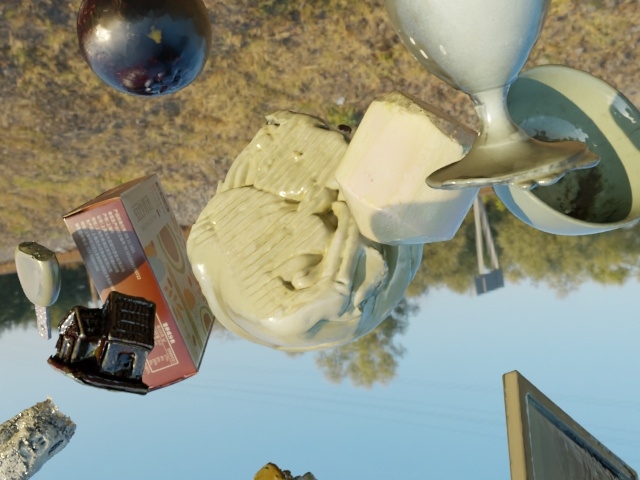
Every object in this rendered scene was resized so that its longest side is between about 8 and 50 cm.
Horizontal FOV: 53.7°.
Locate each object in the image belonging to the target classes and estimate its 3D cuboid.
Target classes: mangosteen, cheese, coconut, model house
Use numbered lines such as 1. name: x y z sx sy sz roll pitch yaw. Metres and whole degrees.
1. mangosteen: -0.305 -0.376 1.076 0.228 0.265 0.228 -20 167 -5
2. cheese: -0.500 0.098 1.132 0.097 0.192 0.037 22 -148 25
3. coconut: 0.092 -0.065 0.660 0.147 0.152 0.147 24 -161 -9
4. model house: -0.352 0.160 1.047 0.166 0.152 0.106 15 178 -18

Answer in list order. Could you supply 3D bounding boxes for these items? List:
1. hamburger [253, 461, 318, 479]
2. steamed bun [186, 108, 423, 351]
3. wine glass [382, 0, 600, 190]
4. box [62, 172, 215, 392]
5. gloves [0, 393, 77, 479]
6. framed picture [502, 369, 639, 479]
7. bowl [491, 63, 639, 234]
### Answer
1. hamburger: -0.089 0.537 1.102 0.192 0.288 0.167 33 169 37
2. steamed bun: 0.000 0.000 0.935 0.347 0.393 0.237 -14 142 20
3. wine glass: 0.082 -0.140 0.352 0.103 0.222 0.103 -16 -167 4
4. box: -0.365 0.071 1.364 0.122 0.385 0.344 -20 -166 1
5. gloves: -0.532 0.368 1.160 0.153 0.114 0.070 -43 -147 -20
6. framed picture: 0.250 0.317 0.565 0.022 0.335 0.247 -32 121 35
7. bowl: 0.374 -0.123 1.014 0.290 0.289 0.146 -7 160 -16
